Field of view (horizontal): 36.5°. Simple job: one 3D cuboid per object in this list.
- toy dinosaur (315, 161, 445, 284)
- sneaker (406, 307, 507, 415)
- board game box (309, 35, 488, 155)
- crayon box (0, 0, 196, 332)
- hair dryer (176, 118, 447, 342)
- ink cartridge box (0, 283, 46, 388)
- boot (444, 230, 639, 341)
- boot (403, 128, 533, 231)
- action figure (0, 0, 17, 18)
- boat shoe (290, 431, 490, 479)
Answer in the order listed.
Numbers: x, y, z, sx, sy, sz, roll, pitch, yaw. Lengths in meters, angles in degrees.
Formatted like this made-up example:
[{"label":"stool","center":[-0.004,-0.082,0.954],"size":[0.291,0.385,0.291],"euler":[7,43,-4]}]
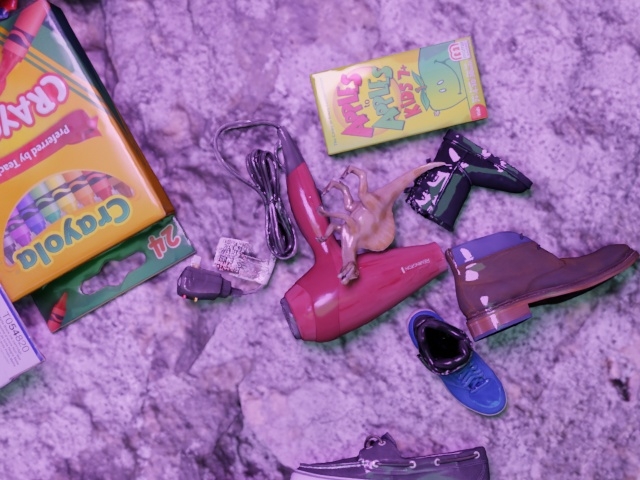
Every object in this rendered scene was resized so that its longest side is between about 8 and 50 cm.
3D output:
[{"label":"toy dinosaur","center":[0.050,-0.036,1.053],"size":[0.092,0.053,0.183],"euler":[40,71,-12]},{"label":"sneaker","center":[0.155,0.142,1.081],"size":[0.058,0.084,0.152],"euler":[-38,93,3]},{"label":"board game box","center":[0.086,-0.159,1.080],"size":[0.181,0.043,0.092],"euler":[-13,94,1]},{"label":"crayon box","center":[-0.301,-0.076,1.069],"size":[0.202,0.081,0.318],"euler":[-30,94,2]},{"label":"hair dryer","center":[0.000,0.000,1.072],"size":[0.293,0.080,0.224],"euler":[18,89,-6]},{"label":"ink cartridge box","center":[-0.434,0.081,1.076],"size":[0.224,0.045,0.223],"euler":[-27,94,16]},{"label":"boot","center":[0.243,0.022,1.071],"size":[0.219,0.082,0.106],"euler":[-22,79,-17]},{"label":"boot","center":[0.162,-0.056,1.087],"size":[0.121,0.045,0.099],"euler":[31,91,5]},{"label":"action figure","center":[-0.402,-0.345,0.952],"size":[0.341,0.178,0.330],"euler":[3,103,12]},{"label":"boat shoe","center":[0.081,0.255,1.098],"size":[0.228,0.080,0.076],"euler":[2,77,3]}]
